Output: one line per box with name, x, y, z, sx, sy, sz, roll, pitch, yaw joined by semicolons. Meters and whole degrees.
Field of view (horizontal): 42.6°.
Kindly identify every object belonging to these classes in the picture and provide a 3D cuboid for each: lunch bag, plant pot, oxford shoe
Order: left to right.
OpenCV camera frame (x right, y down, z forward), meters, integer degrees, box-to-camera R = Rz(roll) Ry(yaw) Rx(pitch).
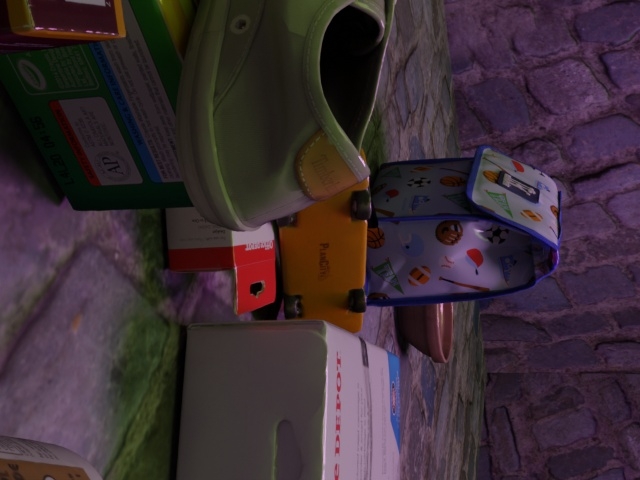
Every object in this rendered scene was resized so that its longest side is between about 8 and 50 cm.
oxford shoe;-0.006;-0.220;0.613;0.169;0.130;0.450;47;44;-62
plant pot;0.250;0.176;1.971;0.237;0.109;0.237;-3;90;-73
lunch bag;0.285;-0.036;1.647;0.328;0.385;0.239;-60;145;-58

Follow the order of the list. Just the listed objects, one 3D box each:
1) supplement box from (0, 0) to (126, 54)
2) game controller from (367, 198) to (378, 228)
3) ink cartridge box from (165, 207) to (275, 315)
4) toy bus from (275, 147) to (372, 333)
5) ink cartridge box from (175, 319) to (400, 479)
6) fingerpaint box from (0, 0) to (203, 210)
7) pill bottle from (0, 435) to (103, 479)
supplement box;-0.203;-0.143;0.404;0.081;0.188;0.104;-30;117;-69
game controller;0.035;-0.161;1.326;0.166;0.067;0.319;58;-7;44
ink cartridge box;-0.107;-0.040;0.888;0.134;0.078;0.231;-9;96;-74
toy bus;0.000;0.000;1.035;0.333;0.108;0.130;88;-4;-49
ink cartridge box;-0.018;0.261;0.991;0.395;0.166;0.286;40;50;-69
fingerpaint box;-0.150;-0.309;0.642;0.371;0.163;0.445;-74;155;-44
pill bottle;-0.216;0.161;0.422;0.229;0.131;0.131;47;44;-65
